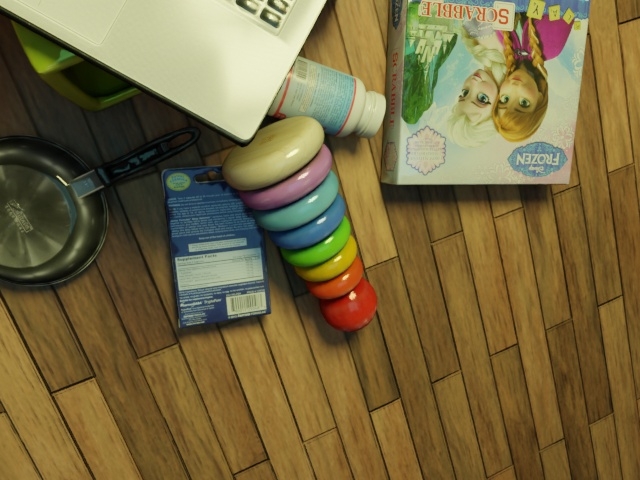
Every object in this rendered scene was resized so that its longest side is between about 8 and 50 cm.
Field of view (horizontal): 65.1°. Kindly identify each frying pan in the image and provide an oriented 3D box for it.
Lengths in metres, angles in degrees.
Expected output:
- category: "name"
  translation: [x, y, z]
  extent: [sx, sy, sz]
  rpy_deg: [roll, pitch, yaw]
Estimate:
- category: "frying pan"
  translation: [-0.312, -0.039, 0.644]
  extent: [0.325, 0.053, 0.198]
  rpy_deg: [-4, 102, -6]

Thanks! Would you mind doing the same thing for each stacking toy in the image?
- category: "stacking toy"
  translation: [0.000, 0.000, 0.710]
  extent: [0.141, 0.141, 0.330]
  rpy_deg: [-33, 120, -8]

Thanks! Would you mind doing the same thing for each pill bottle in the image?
- category: "pill bottle"
  translation: [0.006, -0.197, 0.703]
  extent: [0.160, 0.087, 0.087]
  rpy_deg: [14, 97, -19]

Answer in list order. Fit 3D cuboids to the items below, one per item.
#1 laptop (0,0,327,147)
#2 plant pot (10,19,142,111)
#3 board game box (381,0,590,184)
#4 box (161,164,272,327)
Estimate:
- category: "laptop"
  translation: [-0.120, -0.352, 0.341]
  extent: [0.381, 0.236, 0.408]
  rpy_deg: [28, 84, -9]
- category: "plant pot"
  translation: [-0.223, -0.293, 0.548]
  extent: [0.228, 0.227, 0.207]
  rpy_deg: [-28, 101, -9]
- category: "board game box"
  translation: [0.257, -0.246, 0.781]
  extent: [0.318, 0.066, 0.318]
  rpy_deg: [-3, 102, -16]
- category: "box"
  translation: [-0.148, 0.005, 0.723]
  extent: [0.136, 0.036, 0.226]
  rpy_deg: [-6, 102, -16]
